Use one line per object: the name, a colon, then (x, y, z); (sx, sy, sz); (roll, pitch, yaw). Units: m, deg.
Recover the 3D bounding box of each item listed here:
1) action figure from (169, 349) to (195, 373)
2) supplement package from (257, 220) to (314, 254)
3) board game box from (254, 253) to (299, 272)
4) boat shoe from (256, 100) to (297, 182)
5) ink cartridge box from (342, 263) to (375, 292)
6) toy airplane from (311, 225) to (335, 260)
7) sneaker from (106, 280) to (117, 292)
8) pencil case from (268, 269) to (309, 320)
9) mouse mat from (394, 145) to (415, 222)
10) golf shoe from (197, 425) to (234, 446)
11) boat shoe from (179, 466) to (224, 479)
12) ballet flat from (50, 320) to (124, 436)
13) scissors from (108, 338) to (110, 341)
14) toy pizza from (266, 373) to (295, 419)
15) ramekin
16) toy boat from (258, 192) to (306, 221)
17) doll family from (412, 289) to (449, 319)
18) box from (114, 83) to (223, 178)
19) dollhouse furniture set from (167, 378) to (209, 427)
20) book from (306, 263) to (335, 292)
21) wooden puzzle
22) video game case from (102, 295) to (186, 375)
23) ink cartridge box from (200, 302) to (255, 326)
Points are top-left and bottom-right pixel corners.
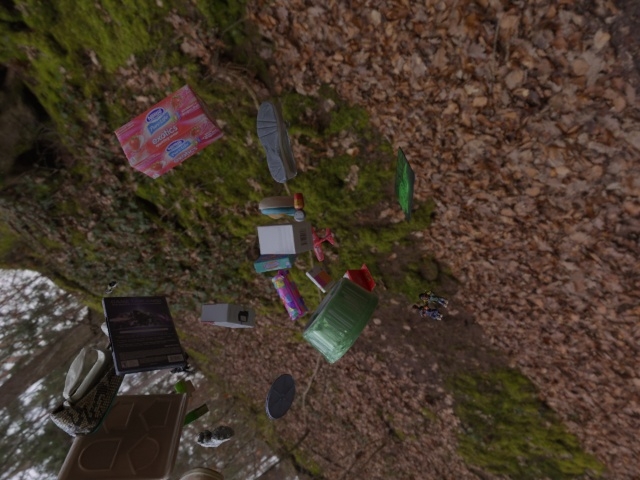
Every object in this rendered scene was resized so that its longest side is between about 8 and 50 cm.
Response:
action figure: (-0.685, 0.515, 1.861); (0.276, 0.141, 0.164); (46, 160, 15)
supplement package: (-0.127, -0.009, 1.505); (0.105, 0.179, 0.105); (-14, -80, -50)
board game box: (-0.176, 0.064, 1.797); (0.210, 0.160, 0.047); (-62, -41, -65)
boat shoe: (-0.166, -0.396, 1.662); (0.118, 0.103, 0.321); (4, 118, 39)
ink cartridge box: (0.152, 0.227, 1.921); (0.231, 0.078, 0.134); (-62, 40, 39)
toy airplane: (0.000, 0.000, 1.652); (0.028, 0.151, 0.151); (-13, -120, -47)
sneaker: (-1.115, 0.243, 2.202); (0.031, 0.083, 0.035); (44, -174, 29)
pencil case: (-0.142, 0.249, 1.916); (0.236, 0.104, 0.104); (61, 180, 7)
mouse mat: (0.250, -0.166, 1.244); (0.190, 0.007, 0.153); (83, 175, -48)
golf shoe: (-0.458, 0.883, 1.860); (0.069, 0.176, 0.086); (-88, -17, -54)
boat shoe: (-0.337, 0.673, 1.034); (0.109, 0.302, 0.098); (34, -155, -14)
ballet flat: (-0.688, 0.381, 1.369); (0.164, 0.483, 0.182); (-7, 134, 38)
scissors: (-0.968, 0.492, 2.065); (0.109, 0.021, 0.297); (33, 172, -8)
toy pizza: (-0.183, 0.699, 1.870); (0.032, 0.201, 0.201); (6, 147, 34)
ramekin: (0.065, 0.280, 1.522); (0.148, 0.303, 0.303); (37, 179, 1)
toy boat: (-0.187, -0.174, 2.277); (0.318, 0.267, 0.148); (1, 96, 54)
doll family: (0.419, 0.250, 1.607); (0.076, 0.111, 0.193); (-65, -14, -50)
box: (-0.508, -0.365, 1.408); (0.154, 0.299, 0.142); (60, -176, 13)
dollhouse furniture set: (-0.716, 0.802, 1.936); (0.198, 0.301, 0.151); (58, 177, 9)
book: (0.001, 0.208, 2.285); (0.144, 0.096, 0.035); (46, 135, 10)
wooden puzzle: (-0.623, 0.649, 1.359); (0.322, 0.347, 0.081); (-102, 10, -62)
video game case: (-0.545, 0.280, 1.279); (0.196, 0.026, 0.274); (5, -143, -41)
ink cartridge box: (-0.354, 0.292, 1.607); (0.175, 0.127, 0.072); (32, -124, -59)
